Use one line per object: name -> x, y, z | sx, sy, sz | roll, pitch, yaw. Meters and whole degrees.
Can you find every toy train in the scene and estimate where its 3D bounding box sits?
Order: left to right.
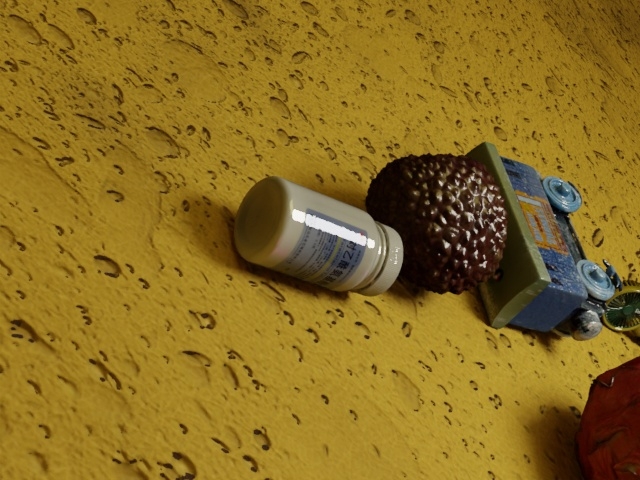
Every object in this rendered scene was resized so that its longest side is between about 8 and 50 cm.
toy train -> 0.298, 0.008, 1.786 | 0.202, 0.131, 0.300 | 14, 42, -32

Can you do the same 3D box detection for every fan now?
fan -> 0.492, 0.121, 1.944 | 0.155, 0.082, 0.039 | 46, 20, -28

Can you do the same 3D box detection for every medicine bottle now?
medicine bottle -> 0.000, 0.000, 1.440 | 0.186, 0.103, 0.103 | 21, 39, -37

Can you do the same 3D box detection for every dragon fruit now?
dragon fruit -> 0.432, 0.256, 1.560 | 0.241, 0.241, 0.252 | 55, 19, 14

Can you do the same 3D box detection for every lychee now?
lychee -> 0.150, -0.018, 1.591 | 0.188, 0.188, 0.188 | 31, 34, -24
